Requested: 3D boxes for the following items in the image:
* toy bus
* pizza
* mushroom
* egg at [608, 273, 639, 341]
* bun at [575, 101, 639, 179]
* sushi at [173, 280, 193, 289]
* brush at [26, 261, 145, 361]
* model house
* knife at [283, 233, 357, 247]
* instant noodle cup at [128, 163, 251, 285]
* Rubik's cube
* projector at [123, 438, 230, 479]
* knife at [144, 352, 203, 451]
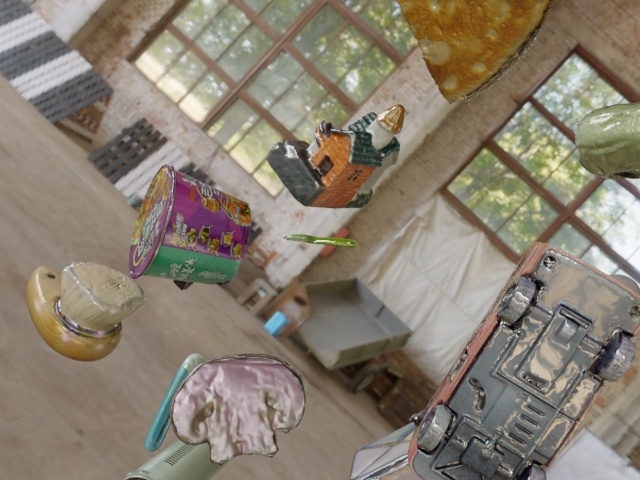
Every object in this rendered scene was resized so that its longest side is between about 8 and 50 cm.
[{"bbox_3d":[0.320,0.219,1.127,0.203,0.427,0.233,31,10,5],"label":"toy bus"},{"bbox_3d":[0.341,-0.580,1.711,0.406,0.440,0.130,33,47,-4],"label":"pizza"},{"bbox_3d":[-0.116,0.229,0.984,0.117,0.188,0.141,169,-85,-82],"label":"mushroom"},{"bbox_3d":[0.589,0.160,1.440,0.146,0.199,0.146,34,4,-3],"label":"egg"},{"bbox_3d":[0.580,-0.170,1.262,0.221,0.108,0.221,7,-17,2],"label":"bun"},{"bbox_3d":[-0.325,0.006,1.761,0.172,0.153,0.150,41,21,21],"label":"sushi"},{"bbox_3d":[-0.523,0.120,1.485,0.266,0.166,0.174,38,20,18],"label":"brush"},{"bbox_3d":[0.071,-0.227,1.592,0.271,0.301,0.190,0,52,-52],"label":"model house"},{"bbox_3d":[0.000,0.000,1.693,0.184,0.022,0.026,5,-11,-2],"label":"knife"},{"bbox_3d":[-0.272,-0.016,1.465,0.190,0.251,0.251,18,14,-27],"label":"instant noodle cup"},{"bbox_3d":[0.260,0.644,1.754,0.305,0.310,0.307,59,6,1],"label":"Rubik's cube"},{"bbox_3d":[-0.256,0.432,1.340,0.108,0.108,0.337,44,17,9],"label":"projector"},{"bbox_3d":[-0.302,0.337,1.433,0.031,0.222,0.064,23,-5,29],"label":"knife"}]
